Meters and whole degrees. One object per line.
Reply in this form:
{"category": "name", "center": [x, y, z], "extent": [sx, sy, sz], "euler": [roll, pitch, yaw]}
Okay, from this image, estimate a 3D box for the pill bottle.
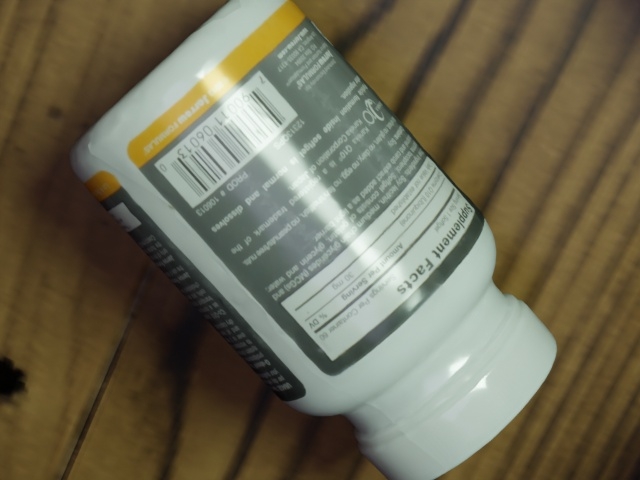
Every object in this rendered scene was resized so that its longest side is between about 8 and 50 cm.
{"category": "pill bottle", "center": [0.000, 0.000, 0.925], "extent": [0.162, 0.162, 0.278], "euler": [-39, 99, 16]}
